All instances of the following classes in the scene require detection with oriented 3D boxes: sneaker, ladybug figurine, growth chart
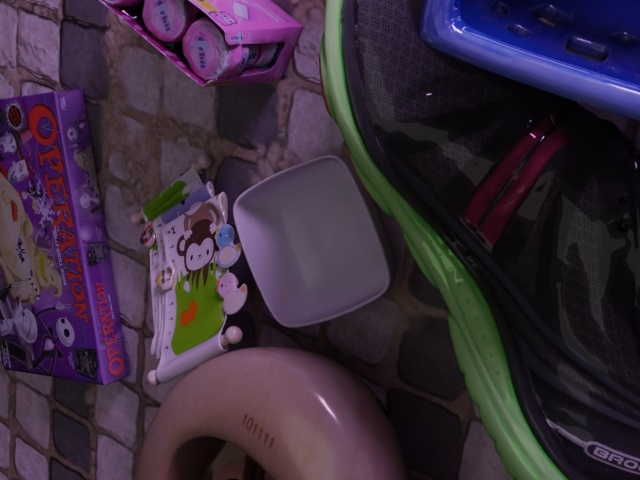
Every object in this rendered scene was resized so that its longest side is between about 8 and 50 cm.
[{"bbox_3d":[0.158,-0.037,0.713,0.202,0.185,0.483,-28,88,23],"label":"sneaker"},{"bbox_3d":[-0.044,0.293,0.944,0.305,0.162,0.449,35,121,27],"label":"ladybug figurine"},{"bbox_3d":[-0.136,0.027,0.976,0.172,0.021,0.237,-40,48,36],"label":"growth chart"}]

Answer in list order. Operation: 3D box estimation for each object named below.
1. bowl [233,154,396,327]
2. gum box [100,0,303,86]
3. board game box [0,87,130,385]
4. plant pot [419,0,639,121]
[{"bbox_3d":[0.000,0.000,0.891,0.142,0.053,0.142,-22,89,31],"label":"bowl"},{"bbox_3d":[-0.116,-0.215,0.896,0.188,0.107,0.062,41,124,22],"label":"gum box"},{"bbox_3d":[-0.341,-0.003,1.176,0.208,0.056,0.347,-1,102,34],"label":"board game box"},{"bbox_3d":[0.219,-0.201,0.547,0.236,0.212,0.236,23,117,15],"label":"plant pot"}]
